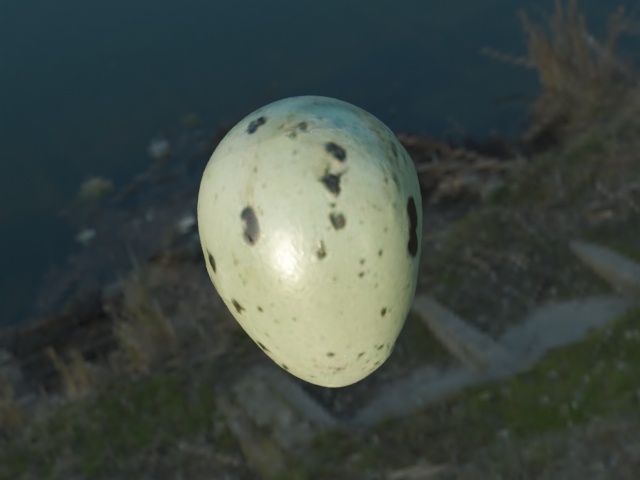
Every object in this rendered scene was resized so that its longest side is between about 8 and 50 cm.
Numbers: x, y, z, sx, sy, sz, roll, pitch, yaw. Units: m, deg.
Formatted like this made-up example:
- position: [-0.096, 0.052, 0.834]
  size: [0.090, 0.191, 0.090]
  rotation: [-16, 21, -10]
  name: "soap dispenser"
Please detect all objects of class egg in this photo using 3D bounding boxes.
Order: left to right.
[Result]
- position: [0.000, 0.000, 1.055]
  size: [0.131, 0.164, 0.131]
  rotation: [-16, 10, 3]
  name: "egg"
